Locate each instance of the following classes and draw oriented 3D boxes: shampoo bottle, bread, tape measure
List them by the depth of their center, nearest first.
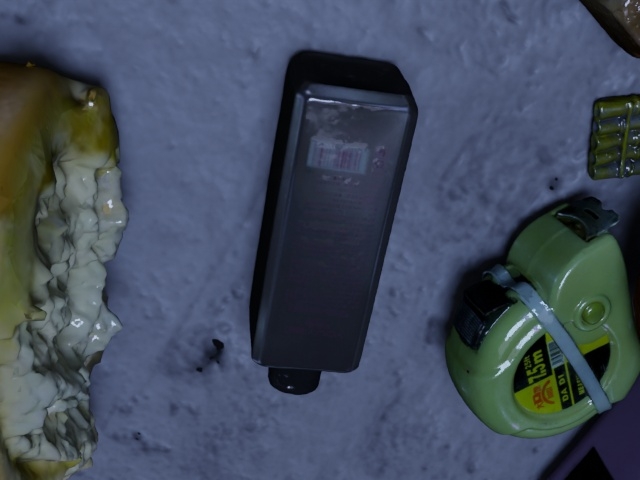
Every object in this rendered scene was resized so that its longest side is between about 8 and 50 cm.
[{"bbox_3d":[-0.257,0.041,0.516,0.270,0.211,0.316,8,115,-10],"label":"bread"},{"bbox_3d":[0.000,0.000,0.600,0.080,0.079,0.246,7,118,-9],"label":"shampoo bottle"},{"bbox_3d":[0.171,0.077,0.661,0.154,0.087,0.178,-30,121,-4],"label":"tape measure"}]

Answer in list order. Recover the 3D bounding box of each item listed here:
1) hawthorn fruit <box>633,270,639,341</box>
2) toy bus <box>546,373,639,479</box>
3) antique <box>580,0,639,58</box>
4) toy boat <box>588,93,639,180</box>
[{"bbox_3d":[0.374,0.013,0.569,0.276,0.276,0.307,33,86,-22],"label":"hawthorn fruit"},{"bbox_3d":[0.289,0.222,0.731,0.142,0.142,0.203,21,113,-24],"label":"toy bus"},{"bbox_3d":[0.294,-0.230,0.508,0.310,0.087,0.093,-42,117,15],"label":"antique"},{"bbox_3d":[0.253,-0.078,0.626,0.115,0.016,0.063,-7,119,-3],"label":"toy boat"}]
